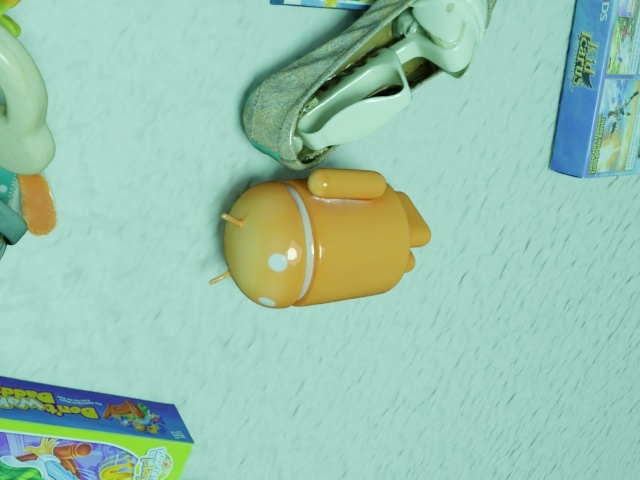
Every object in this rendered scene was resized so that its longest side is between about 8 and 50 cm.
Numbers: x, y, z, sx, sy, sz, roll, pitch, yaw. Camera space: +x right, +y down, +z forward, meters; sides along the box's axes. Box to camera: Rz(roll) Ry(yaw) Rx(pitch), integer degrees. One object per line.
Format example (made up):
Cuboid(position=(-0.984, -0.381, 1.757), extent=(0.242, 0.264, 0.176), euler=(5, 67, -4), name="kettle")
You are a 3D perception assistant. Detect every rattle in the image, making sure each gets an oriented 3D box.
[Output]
Cuboid(position=(-0.246, -0.123, 0.501), extent=(0.130, 0.142, 0.199), euler=(-13, 134, 10), name="rattle")

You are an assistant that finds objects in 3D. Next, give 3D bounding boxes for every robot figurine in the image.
Cuboid(position=(0.000, 0.002, 0.621), extent=(0.220, 0.158, 0.128), euler=(-5, 88, -28), name="robot figurine")

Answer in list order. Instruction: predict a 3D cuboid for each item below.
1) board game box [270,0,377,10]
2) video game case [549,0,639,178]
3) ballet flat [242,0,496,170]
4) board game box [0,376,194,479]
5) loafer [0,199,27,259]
Cuboid(position=(0.024, -0.319, 0.575), extent=(0.136, 0.035, 0.201), euler=(-7, 111, -27), name="board game box")
Cuboid(position=(0.425, -0.222, 0.813), extent=(0.244, 0.061, 0.269), euler=(-7, 110, -28), name="video game case")
Cuboid(position=(0.075, -0.168, 0.585), extent=(0.316, 0.106, 0.107), euler=(-38, 134, 1), name="ballet flat")
Cuboid(position=(-0.299, 0.309, 0.594), extent=(0.233, 0.078, 0.347), euler=(20, 97, -32), name="board game box")
Cuboid(position=(-0.336, -0.057, 0.417), extent=(0.267, 0.096, 0.084), euler=(40, 68, -26), name="loafer")
